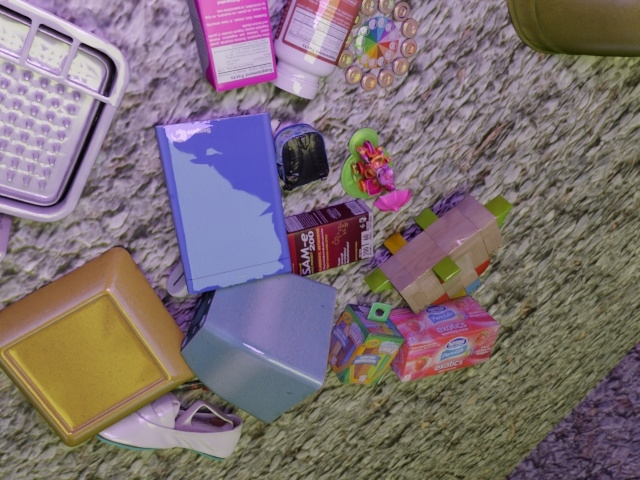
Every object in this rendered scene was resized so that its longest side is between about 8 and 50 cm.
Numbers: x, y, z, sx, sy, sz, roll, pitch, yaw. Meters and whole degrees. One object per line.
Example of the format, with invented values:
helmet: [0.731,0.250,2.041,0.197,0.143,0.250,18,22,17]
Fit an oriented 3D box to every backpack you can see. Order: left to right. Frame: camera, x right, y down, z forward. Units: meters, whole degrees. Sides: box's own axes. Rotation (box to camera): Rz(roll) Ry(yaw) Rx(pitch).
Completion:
backpack: [-0.043,-0.175,1.013,0.105,0.084,0.114,-20,132,-14]

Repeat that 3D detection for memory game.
memory game: [0.113,-0.387,0.998,0.186,0.012,0.186,-12,125,-19]

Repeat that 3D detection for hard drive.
hard drive: [-0.179,-0.072,0.975,0.210,0.040,0.318,-12,105,-19]

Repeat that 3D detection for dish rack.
dish rack: [-0.488,-0.207,0.786,0.286,0.072,0.332,19,111,-35]

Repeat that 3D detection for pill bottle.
pill bottle: [-0.011,-0.365,0.882,0.121,0.121,0.216,11,116,-31]

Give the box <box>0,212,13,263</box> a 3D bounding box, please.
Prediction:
box: [-0.635,-0.009,0.793,0.232,0.148,0.126,28,105,-37]

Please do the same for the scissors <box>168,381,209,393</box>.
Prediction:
scissors: [-0.299,0.358,1.280,0.297,0.021,0.109,10,124,-28]

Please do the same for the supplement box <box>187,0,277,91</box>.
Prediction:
supplement box: [-0.150,-0.370,0.818,0.114,0.111,0.219,-16,127,-17]

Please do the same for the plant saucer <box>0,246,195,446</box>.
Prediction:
plant saucer: [-0.456,0.234,1.012,0.333,0.081,0.332,-30,108,-6]

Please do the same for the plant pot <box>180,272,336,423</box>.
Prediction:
plant pot: [-0.145,0.200,1.084,0.252,0.247,0.247,27,134,-17]

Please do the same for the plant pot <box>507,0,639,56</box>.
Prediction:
plant pot: [0.619,-0.503,0.950,0.367,0.353,0.366,-13,125,-19]

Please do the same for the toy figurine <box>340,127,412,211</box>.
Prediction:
toy figurine: [0.131,-0.135,1.077,0.130,0.159,0.173,-19,126,-14]

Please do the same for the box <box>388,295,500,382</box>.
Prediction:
box: [0.334,0.274,1.448,0.300,0.154,0.142,-7,123,-21]

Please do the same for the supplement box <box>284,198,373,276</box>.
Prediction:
supplement box: [0.000,0.000,1.157,0.240,0.073,0.130,-15,126,-15]

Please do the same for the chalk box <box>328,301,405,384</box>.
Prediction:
chalk box: [0.123,0.260,1.347,0.133,0.132,0.213,14,113,-33]

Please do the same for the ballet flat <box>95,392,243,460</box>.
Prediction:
ballet flat: [-0.353,0.441,1.244,0.400,0.139,0.139,32,103,-40]

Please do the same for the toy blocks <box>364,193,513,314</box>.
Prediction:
toy blocks: [0.331,0.066,1.317,0.381,0.190,0.261,-39,141,3]

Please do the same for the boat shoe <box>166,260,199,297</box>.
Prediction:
boat shoe: [-0.233,0.031,1.073,0.226,0.083,0.076,-45,151,11]
